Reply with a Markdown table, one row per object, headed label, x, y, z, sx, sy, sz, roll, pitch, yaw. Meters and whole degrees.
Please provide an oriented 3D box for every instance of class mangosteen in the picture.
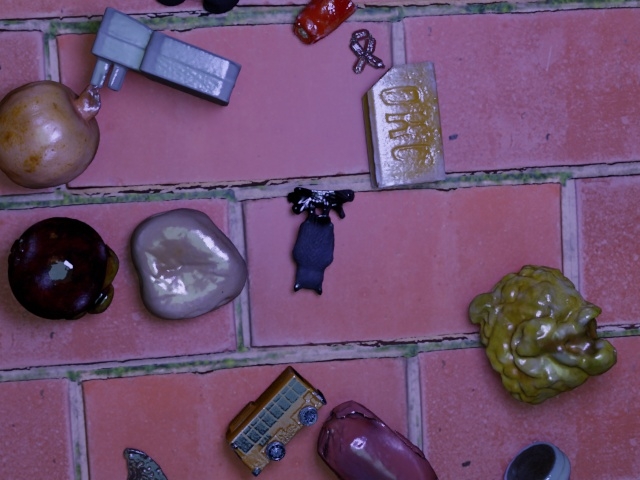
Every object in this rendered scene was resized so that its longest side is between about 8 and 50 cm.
| label | x | y | z | sx | sy | sz | roll | pitch | yaw |
| --- | --- | --- | --- | --- | --- | --- | --- | --- | --- |
| mangosteen | -0.472 | 0.054 | 1.854 | 0.210 | 0.210 | 0.209 | 0 | 95 | -6 |

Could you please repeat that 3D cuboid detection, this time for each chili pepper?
| label | x | y | z | sx | sy | sz | roll | pitch | yaw |
| --- | --- | --- | --- | --- | --- | --- | --- | --- | --- |
| chili pepper | 0.003 | -0.432 | 1.926 | 0.123 | 0.073 | 0.070 | -42 | 55 | -4 |

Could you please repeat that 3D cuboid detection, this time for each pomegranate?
| label | x | y | z | sx | sy | sz | roll | pitch | yaw |
| --- | --- | --- | --- | --- | --- | --- | --- | --- | --- |
| pomegranate | -0.498 | -0.188 | 1.826 | 0.207 | 0.207 | 0.207 | 0 | 95 | -6 |

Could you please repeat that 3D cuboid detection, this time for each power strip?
| label | x | y | z | sx | sy | sz | roll | pitch | yaw |
| --- | --- | --- | --- | --- | --- | --- | --- | --- | --- |
| power strip | -0.284 | -0.306 | 1.823 | 0.261 | 0.229 | 0.141 | 20 | 93 | -8 |

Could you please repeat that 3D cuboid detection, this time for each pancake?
| label | x | y | z | sx | sy | sz | roll | pitch | yaw |
| --- | --- | --- | --- | --- | --- | --- | --- | --- | --- |
| pancake | -0.388 | 0.510 | 1.985 | 0.190 | 0.020 | 0.184 | -25 | 97 | -5 |

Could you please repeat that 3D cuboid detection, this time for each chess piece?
| label | x | y | z | sx | sy | sz | roll | pitch | yaw |
| --- | --- | --- | --- | --- | --- | --- | --- | --- | --- |
| chess piece | 0.501 | 0.541 | 2.039 | 0.139 | 0.139 | 0.271 | -43 | 108 | -1 |

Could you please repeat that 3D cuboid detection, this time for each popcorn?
| label | x | y | z | sx | sy | sz | roll | pitch | yaw |
| --- | --- | --- | --- | --- | --- | --- | --- | --- | --- |
| popcorn | 0.426 | 0.173 | 1.944 | 0.242 | 0.235 | 0.250 | -32 | 85 | 15 |

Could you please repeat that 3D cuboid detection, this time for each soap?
| label | x | y | z | sx | sy | sz | roll | pitch | yaw |
| --- | --- | --- | --- | --- | --- | --- | --- | --- | --- |
| soap | 0.160 | -0.223 | 1.956 | 0.140 | 0.073 | 0.232 | -7 | 94 | -10 |

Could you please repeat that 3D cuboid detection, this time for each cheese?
| label | x | y | z | sx | sy | sz | roll | pitch | yaw |
| --- | --- | --- | --- | --- | --- | --- | --- | --- | --- |
| cheese | -0.258 | 0.052 | 1.914 | 0.235 | 0.117 | 0.218 | 25 | 93 | -4 |

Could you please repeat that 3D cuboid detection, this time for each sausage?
| label | x | y | z | sx | sy | sz | roll | pitch | yaw |
| --- | --- | --- | --- | --- | --- | --- | --- | --- | --- |
| sausage | 0.114 | 0.436 | 1.968 | 0.280 | 0.152 | 0.152 | 43 | 89 | -7 |

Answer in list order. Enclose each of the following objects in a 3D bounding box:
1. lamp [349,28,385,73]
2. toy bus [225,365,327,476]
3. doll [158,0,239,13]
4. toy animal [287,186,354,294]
| label | x | y | z | sx | sy | sz | roll | pitch | yaw |
| --- | --- | --- | --- | --- | --- | --- | --- | --- | --- |
| lamp | 0.088 | -0.370 | 1.959 | 0.063 | 0.031 | 0.083 | -12 | 91 | -6 |
| toy bus | -0.092 | 0.350 | 1.963 | 0.114 | 0.098 | 0.201 | 44 | 89 | -7 |
| doll | -0.241 | -0.506 | 1.863 | 0.234 | 0.135 | 0.143 | 9 | 92 | -3 |
| toy animal | 0.000 | 0.004 | 1.938 | 0.121 | 0.117 | 0.210 | 2 | 92 | -13 |
